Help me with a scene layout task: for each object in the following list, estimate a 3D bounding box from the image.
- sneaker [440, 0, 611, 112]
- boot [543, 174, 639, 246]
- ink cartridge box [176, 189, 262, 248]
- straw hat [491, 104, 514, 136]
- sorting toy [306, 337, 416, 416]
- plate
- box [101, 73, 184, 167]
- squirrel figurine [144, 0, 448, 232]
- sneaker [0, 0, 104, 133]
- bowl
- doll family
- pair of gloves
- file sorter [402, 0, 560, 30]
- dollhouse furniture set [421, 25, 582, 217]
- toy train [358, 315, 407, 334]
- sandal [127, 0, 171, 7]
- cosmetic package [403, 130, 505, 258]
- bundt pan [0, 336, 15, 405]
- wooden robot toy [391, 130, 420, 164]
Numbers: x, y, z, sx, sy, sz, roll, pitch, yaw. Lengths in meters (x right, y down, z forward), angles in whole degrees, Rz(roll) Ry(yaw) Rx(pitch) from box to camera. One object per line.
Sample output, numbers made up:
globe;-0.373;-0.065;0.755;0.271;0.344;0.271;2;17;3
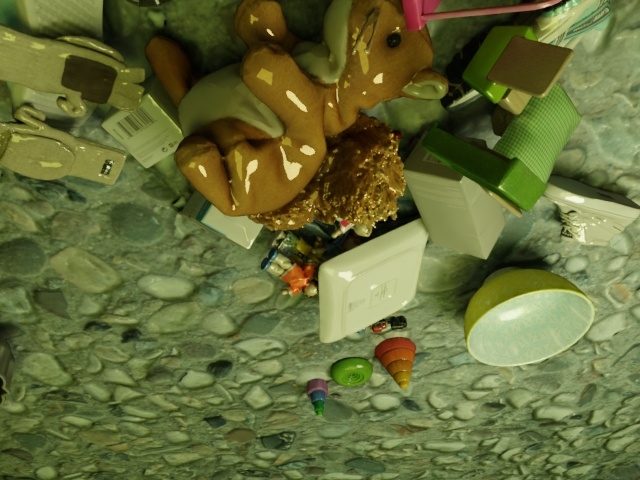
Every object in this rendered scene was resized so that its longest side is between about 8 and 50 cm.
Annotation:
sneaker;0.324;-0.288;0.737;0.283;0.110;0.122;-37;129;25
boot;0.542;-0.050;0.982;0.258;0.095;0.123;12;123;-18
ink cartridge box;-0.196;-0.045;0.890;0.104;0.181;0.062;34;80;-31
straw hat;0.339;-0.216;0.828;0.061;0.144;0.144;19;140;29
sorting toy;0.118;0.411;1.336;0.365;0.126;0.127;-30;129;18
plate;0.123;0.103;1.028;0.278;0.045;0.277;-23;140;-21
box;-0.275;-0.196;0.764;0.101;0.087;0.102;-26;130;17
squirrel figurine;0.001;-0.189;0.723;0.370;0.281;0.397;-29;140;5
sneaker;-0.396;-0.299;0.659;0.150;0.135;0.366;49;135;9
bowl;0.472;0.158;1.124;0.289;0.156;0.289;-3;132;-4
doll family;0.000;0.000;0.977;0.163;0.118;0.263;35;102;-25
pair of gloves;-0.366;-0.181;0.652;0.204;0.042;0.240;2;139;-35
file sorter;0.187;-0.418;0.495;0.182;0.202;0.291;9;140;31
dollhouse furniture set;0.325;-0.139;0.683;0.301;0.151;0.198;21;106;-42
toy train;0.150;0.225;1.229;0.158;0.036;0.027;-5;132;-2
sandal;-0.135;-0.403;0.585;0.302;0.086;0.120;-23;137;0
cosmetic package;0.255;-0.079;0.876;0.107;0.127;0.238;-56;140;-16
bundt pan;-0.897;0.282;1.104;0.330;0.124;0.331;-4;132;-4
wooden robot toy;0.120;-0.148;0.858;0.173;0.079;0.076;-7;133;-1
